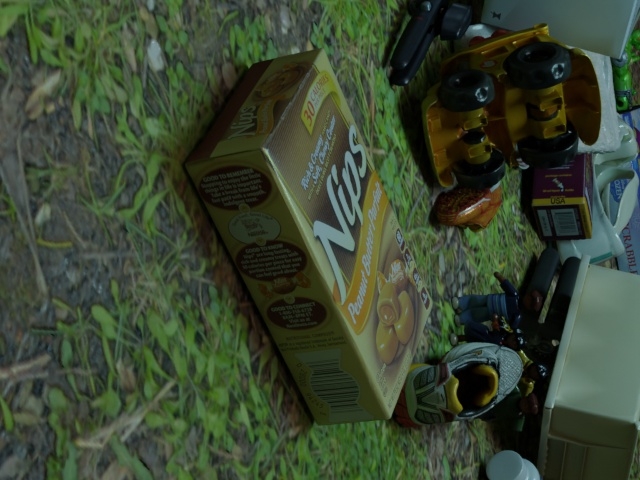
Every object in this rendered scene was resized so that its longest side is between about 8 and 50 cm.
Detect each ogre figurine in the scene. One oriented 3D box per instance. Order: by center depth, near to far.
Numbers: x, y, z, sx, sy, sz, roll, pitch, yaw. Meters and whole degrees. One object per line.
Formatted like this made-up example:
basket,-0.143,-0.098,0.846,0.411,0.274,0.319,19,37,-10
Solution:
ogre figurine,0.554,-0.345,2.525,0.118,0.097,0.197,74,36,-50

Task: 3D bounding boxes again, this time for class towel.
towel,0.309,-0.208,1.900,0.282,0.049,0.187,-6,86,-34

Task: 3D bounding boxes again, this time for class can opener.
can opener,0.126,-0.256,1.673,0.186,0.073,0.059,-52,137,-44
can opener,0.312,0.120,1.936,0.283,0.076,0.095,-57,164,-54

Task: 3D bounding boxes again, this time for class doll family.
doll family,0.229,0.138,1.688,0.076,0.111,0.193,-34,112,-61

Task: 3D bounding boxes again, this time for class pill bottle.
pill bottle,0.254,0.319,1.732,0.120,0.067,0.067,56,36,-41

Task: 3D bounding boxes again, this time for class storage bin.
storage bin,0.381,0.209,1.857,0.260,0.123,0.262,86,20,-48

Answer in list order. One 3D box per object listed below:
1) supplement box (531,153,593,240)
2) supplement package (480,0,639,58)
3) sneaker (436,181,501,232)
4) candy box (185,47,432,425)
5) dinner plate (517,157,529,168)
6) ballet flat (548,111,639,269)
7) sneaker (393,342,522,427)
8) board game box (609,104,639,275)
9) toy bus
supplement box,0.371,-0.106,2.069,0.104,0.081,0.188,64,29,-54
supplement package,0.361,-0.409,1.844,0.262,0.198,0.199,-55,158,-49
sneaker,0.198,-0.038,1.742,0.175,0.064,0.067,-25,114,-60
candy box,0.000,0.000,1.300,0.316,0.088,0.183,66,30,-29
dinner plate,0.285,-0.174,2.008,0.141,0.017,0.141,33,53,-58
ballet flat,0.454,-0.114,2.201,0.139,0.139,0.400,55,36,-41
sneaker,0.176,0.169,1.558,0.225,0.093,0.088,-14,95,-53
board game box,0.608,-0.094,2.576,0.318,0.066,0.318,-23,103,-63
toy bus,0.216,-0.189,1.724,0.211,0.220,0.149,-115,-171,-52
